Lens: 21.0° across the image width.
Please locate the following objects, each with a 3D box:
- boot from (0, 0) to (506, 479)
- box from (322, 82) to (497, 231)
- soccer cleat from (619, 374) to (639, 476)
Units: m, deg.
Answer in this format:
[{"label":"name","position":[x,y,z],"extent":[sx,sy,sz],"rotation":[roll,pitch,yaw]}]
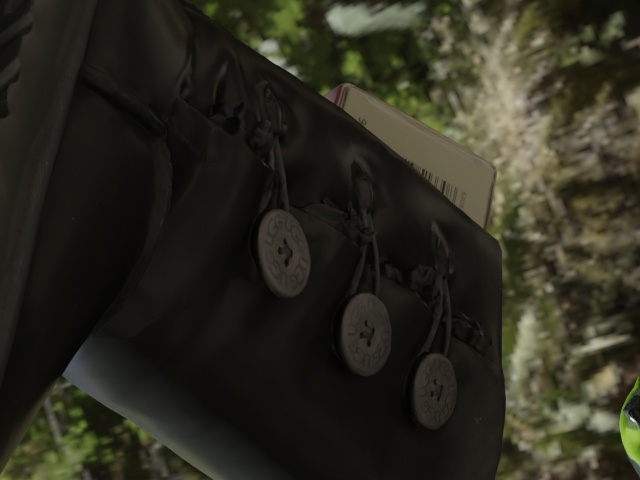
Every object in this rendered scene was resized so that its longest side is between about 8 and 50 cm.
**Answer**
[{"label":"boot","position":[-0.071,0.078,0.782],"extent":[0.445,0.146,0.367],"rotation":[44,-119,-54]},{"label":"box","position":[0.000,0.000,1.307],"extent":[0.149,0.232,0.126],"rotation":[27,-120,-25]},{"label":"soccer cleat","position":[0.135,0.067,0.402],"extent":[0.060,0.179,0.072],"rotation":[-43,-66,-13]}]
